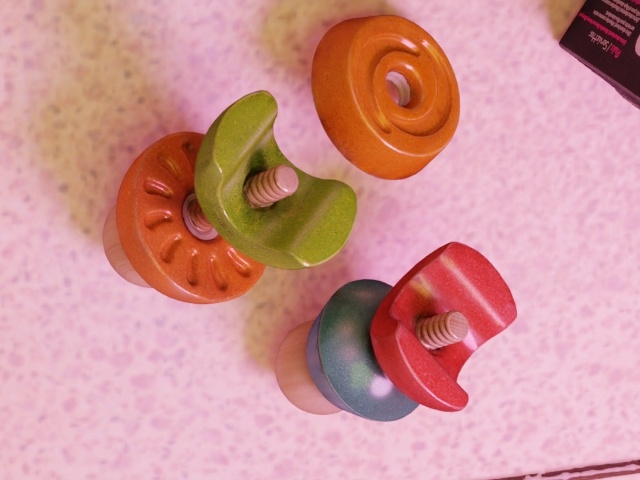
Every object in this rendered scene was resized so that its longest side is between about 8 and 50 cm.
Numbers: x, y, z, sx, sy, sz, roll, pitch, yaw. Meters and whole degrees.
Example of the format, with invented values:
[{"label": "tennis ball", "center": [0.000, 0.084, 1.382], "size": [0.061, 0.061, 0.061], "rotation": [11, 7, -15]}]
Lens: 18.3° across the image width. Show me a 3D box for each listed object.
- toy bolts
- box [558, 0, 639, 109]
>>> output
[{"label": "toy bolts", "center": [0.000, 0.000, 1.196], "size": [0.228, 0.158, 0.218], "rotation": [52, 50, -14]}, {"label": "box", "center": [0.272, -0.102, 1.141], "size": [0.163, 0.247, 0.142], "rotation": [29, 101, -22]}]
